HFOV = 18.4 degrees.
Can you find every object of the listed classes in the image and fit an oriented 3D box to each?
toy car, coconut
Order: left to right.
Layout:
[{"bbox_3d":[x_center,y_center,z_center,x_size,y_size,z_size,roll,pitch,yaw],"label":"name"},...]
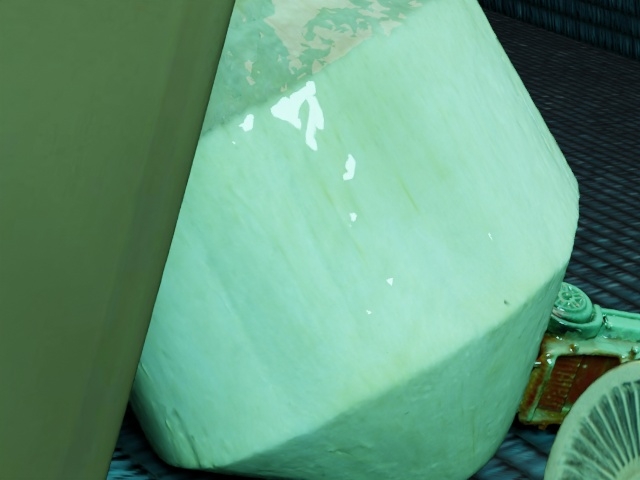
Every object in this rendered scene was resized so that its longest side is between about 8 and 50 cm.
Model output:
[{"bbox_3d":[0.000,0.000,0.779,0.202,0.222,0.202,-26,10,5],"label":"coconut"},{"bbox_3d":[0.154,0.066,0.940,0.143,0.073,0.054,10,28,-17],"label":"toy car"}]

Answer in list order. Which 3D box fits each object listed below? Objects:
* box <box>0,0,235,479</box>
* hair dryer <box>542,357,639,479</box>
[{"bbox_3d":[-0.181,-0.067,0.566,0.229,0.339,0.239,25,16,33],"label":"box"},{"bbox_3d":[0.248,0.153,0.639,0.189,0.107,0.352,6,22,-37],"label":"hair dryer"}]
